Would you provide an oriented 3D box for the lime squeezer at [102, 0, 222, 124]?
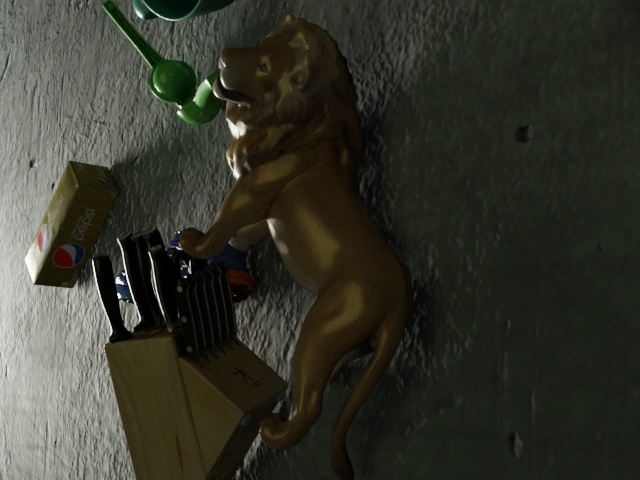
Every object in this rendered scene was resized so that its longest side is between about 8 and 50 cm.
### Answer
[{"bbox_3d":[-0.175,-0.193,1.204,0.059,0.110,0.310,-49,42,-1],"label":"lime squeezer"}]

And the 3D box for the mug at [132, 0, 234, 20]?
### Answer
[{"bbox_3d":[-0.152,-0.324,1.178,0.158,0.097,0.129,8,117,41],"label":"mug"}]

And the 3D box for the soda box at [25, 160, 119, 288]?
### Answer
[{"bbox_3d":[-0.346,-0.020,1.426,0.181,0.061,0.058,-59,43,27],"label":"soda box"}]

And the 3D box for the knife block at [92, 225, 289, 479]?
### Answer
[{"bbox_3d":[-0.167,0.134,1.071,0.242,0.088,0.275,39,118,17],"label":"knife block"}]

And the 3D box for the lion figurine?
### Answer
[{"bbox_3d":[0.000,0.000,0.948,0.240,0.142,0.392,-44,66,29],"label":"lion figurine"}]

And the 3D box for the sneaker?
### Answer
[{"bbox_3d":[-0.154,0.032,1.170,0.221,0.083,0.087,-11,69,42],"label":"sneaker"}]
